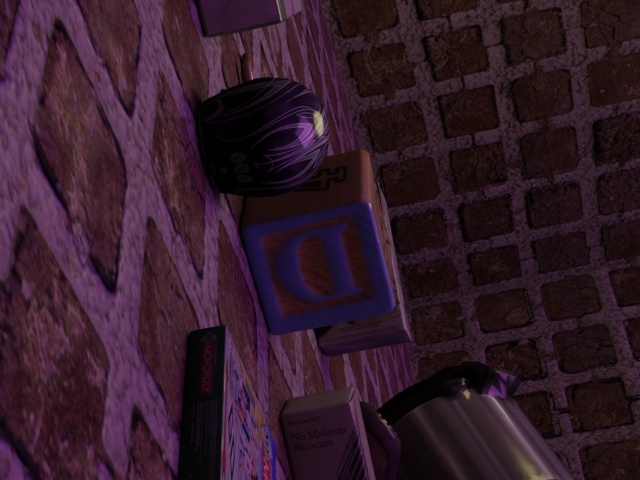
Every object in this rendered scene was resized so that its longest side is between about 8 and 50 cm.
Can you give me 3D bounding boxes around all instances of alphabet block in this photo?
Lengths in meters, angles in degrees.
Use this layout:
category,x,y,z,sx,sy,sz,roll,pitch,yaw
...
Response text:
category,x,y,z,sx,sy,sz,roll,pitch,yaw
alphabet block,0.000,0.000,1.817,0.197,0.193,0.192,-87,165,-64

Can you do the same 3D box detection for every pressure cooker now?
category,x,y,z,sx,sy,sz,roll,pitch,yaw
pressure cooker,0.253,0.445,2.228,0.420,0.369,0.375,54,-16,45

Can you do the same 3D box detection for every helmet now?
category,x,y,z,sx,sy,sz,roll,pitch,yaw
helmet,-0.068,-0.137,1.609,0.169,0.161,0.169,-11,90,-83

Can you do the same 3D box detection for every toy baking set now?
category,x,y,z,sx,sy,sz,roll,pitch,yaw
toy baking set,-0.091,-0.184,2.036,0.197,0.030,0.256,46,33,-77

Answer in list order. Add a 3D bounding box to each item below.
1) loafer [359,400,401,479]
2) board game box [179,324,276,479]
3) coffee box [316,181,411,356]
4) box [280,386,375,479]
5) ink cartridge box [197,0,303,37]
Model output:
category,x,y,z,sx,sy,sz,roll,pitch,yaw
loafer,0.046,0.389,1.981,0.134,0.130,0.366,44,-23,31
board game box,-0.092,0.273,1.255,0.317,0.046,0.213,-93,168,-49
coffee box,0.063,0.055,2.328,0.119,0.168,0.297,58,21,-71
box,0.025,0.363,1.781,0.094,0.113,0.275,-51,128,-79
ink cartridge box,-0.116,-0.434,1.875,0.353,0.119,0.207,-68,146,-75
